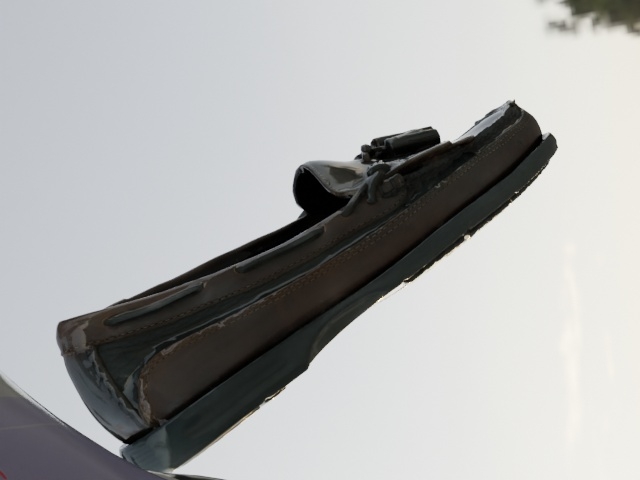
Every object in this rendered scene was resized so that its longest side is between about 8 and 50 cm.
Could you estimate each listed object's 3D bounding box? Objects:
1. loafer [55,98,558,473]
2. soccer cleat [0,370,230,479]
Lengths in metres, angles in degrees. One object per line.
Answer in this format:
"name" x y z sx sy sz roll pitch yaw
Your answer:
"loafer" 0.000 0.000 0.684 0.267 0.096 0.084 -38 -89 -25
"soccer cleat" -0.085 0.107 0.445 0.318 0.109 0.116 43 -163 -24
